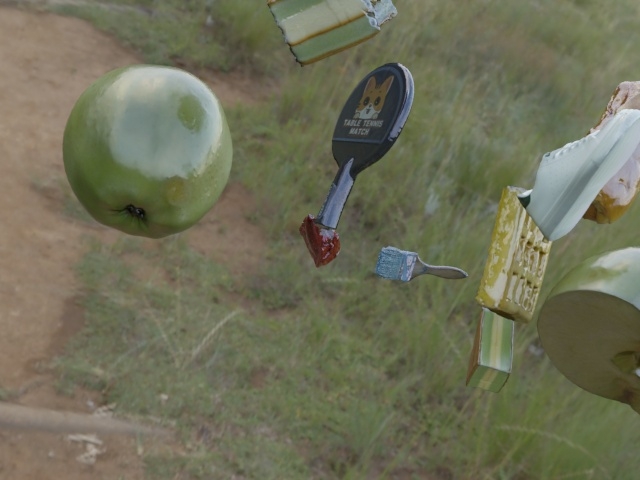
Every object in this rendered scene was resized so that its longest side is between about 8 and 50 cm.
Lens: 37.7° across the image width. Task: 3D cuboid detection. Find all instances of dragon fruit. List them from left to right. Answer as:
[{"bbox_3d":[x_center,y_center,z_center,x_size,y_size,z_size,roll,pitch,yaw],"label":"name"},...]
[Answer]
[{"bbox_3d":[-0.002,0.003,1.867,0.097,0.131,0.063,26,68,-3],"label":"dragon fruit"}]

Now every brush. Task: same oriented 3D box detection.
[{"bbox_3d":[0.205,0.056,1.866,0.196,0.070,0.021,9,21,-16],"label":"brush"}]

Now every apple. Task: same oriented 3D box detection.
[{"bbox_3d":[-0.359,-0.183,1.933,0.357,0.357,0.357,18,31,-12],"label":"apple"},{"bbox_3d":[0.562,0.182,1.612,0.311,0.360,0.320,-17,59,-6],"label":"apple"}]

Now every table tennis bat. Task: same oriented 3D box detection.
[{"bbox_3d":[0.051,-0.123,1.212,0.027,0.236,0.150,27,-6,-30],"label":"table tennis bat"}]

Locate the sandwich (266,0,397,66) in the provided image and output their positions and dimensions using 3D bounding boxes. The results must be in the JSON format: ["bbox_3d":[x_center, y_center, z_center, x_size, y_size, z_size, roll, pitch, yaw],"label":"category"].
[{"bbox_3d":[0.036,-0.463,1.810,0.155,0.198,0.227,61,24,-21],"label":"sandwich"}]

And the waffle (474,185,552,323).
[{"bbox_3d":[0.366,0.033,1.725,0.055,0.221,0.248,12,-5,28],"label":"waffle"}]

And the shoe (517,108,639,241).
[{"bbox_3d":[0.407,-0.122,1.503,0.095,0.265,0.110,-13,52,-42],"label":"shoe"}]

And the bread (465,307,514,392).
[{"bbox_3d":[0.333,0.214,1.837,0.074,0.084,0.139,13,52,-2],"label":"bread"}]

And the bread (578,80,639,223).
[{"bbox_3d":[0.681,-0.202,2.125,0.148,0.195,0.344,17,60,46],"label":"bread"}]
